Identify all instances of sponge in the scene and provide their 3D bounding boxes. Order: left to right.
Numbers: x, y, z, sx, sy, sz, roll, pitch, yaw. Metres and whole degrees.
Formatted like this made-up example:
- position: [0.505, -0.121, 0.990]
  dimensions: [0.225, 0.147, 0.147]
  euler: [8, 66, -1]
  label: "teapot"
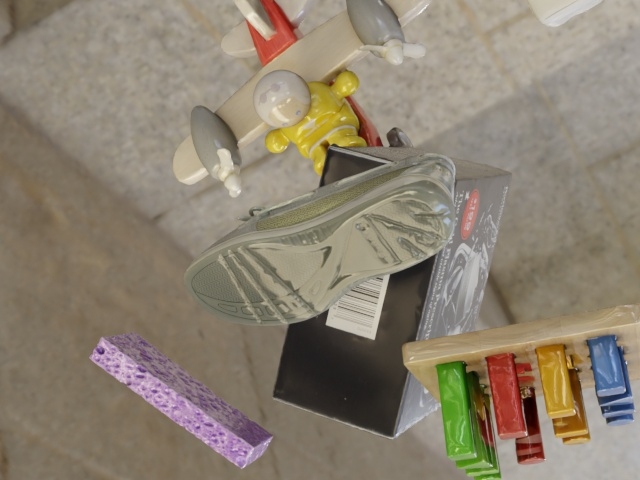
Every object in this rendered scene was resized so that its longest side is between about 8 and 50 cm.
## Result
- position: [-0.152, 0.176, 1.412]
  dimensions: [0.210, 0.031, 0.117]
  euler: [34, 4, 10]
  label: "sponge"

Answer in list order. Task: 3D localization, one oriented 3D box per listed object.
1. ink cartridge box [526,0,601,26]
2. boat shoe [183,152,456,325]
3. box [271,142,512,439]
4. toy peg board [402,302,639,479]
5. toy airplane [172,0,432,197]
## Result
- position: [0.317, -0.324, 0.864]
  dimensions: [0.279, 0.384, 0.160]
  euler: [-31, 93, -38]
  label: "ink cartridge box"
- position: [0.000, -0.002, 1.348]
  dimensions: [0.118, 0.320, 0.103]
  euler: [53, 28, -24]
  label: "boat shoe"
- position: [0.106, 0.053, 1.711]
  dimensions: [0.312, 0.179, 0.343]
  euler: [-13, 117, -69]
  label: "box"
- position: [0.155, 0.116, 0.888]
  dimensions: [0.161, 0.160, 0.079]
  euler: [49, 33, -65]
  label: "toy peg board"
- position: [-0.035, -0.240, 1.949]
  dimensions: [0.272, 0.384, 0.386]
  euler: [-14, 116, -70]
  label: "toy airplane"
